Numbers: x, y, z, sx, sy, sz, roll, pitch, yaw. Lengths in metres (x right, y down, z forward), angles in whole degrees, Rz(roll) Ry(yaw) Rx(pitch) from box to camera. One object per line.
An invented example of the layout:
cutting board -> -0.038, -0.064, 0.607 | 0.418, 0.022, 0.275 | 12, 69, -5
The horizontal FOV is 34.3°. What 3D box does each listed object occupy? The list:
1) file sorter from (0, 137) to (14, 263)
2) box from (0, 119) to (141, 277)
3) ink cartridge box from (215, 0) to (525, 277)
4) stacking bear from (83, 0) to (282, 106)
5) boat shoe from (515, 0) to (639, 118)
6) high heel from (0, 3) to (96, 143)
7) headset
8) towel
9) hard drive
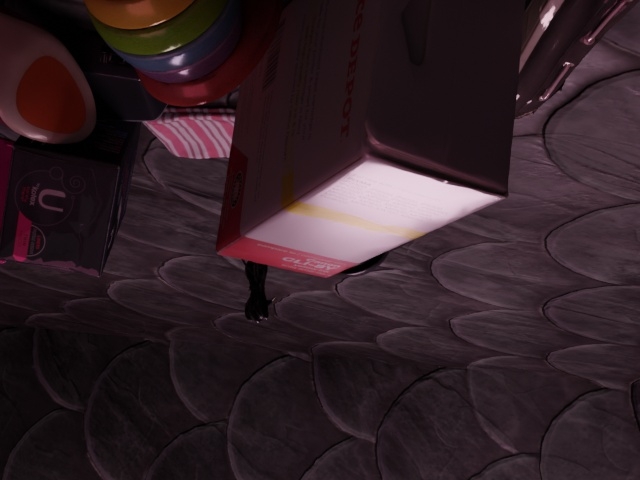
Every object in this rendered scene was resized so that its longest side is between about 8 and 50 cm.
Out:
file sorter -> -0.663, -0.082, 1.741 | 0.291, 0.202, 0.182 | 16, 164, -22
box -> -0.346, -0.081, 1.455 | 0.143, 0.165, 0.270 | 11, -161, -8
ink cartridge box -> 0.042, -0.139, 1.109 | 0.161, 0.279, 0.385 | 15, 161, -22
stacking bear -> -0.170, -0.273, 1.021 | 0.176, 0.164, 0.289 | 2, 156, 18
boat shoe -> 0.251, -0.207, 1.086 | 0.096, 0.112, 0.335 | 14, 158, -2
high heel -> -0.432, -0.248, 1.254 | 0.181, 0.127, 0.377 | 27, 167, 40
headset -> 0.000, 0.000, 1.706 | 0.243, 0.185, 0.394 | 22, 146, -34
towel -> -0.164, -0.157, 1.554 | 0.197, 0.029, 0.144 | 2, 160, 18
hard drive -> -0.340, -0.221, 1.395 | 0.255, 0.054, 0.172 | 8, 162, 2
